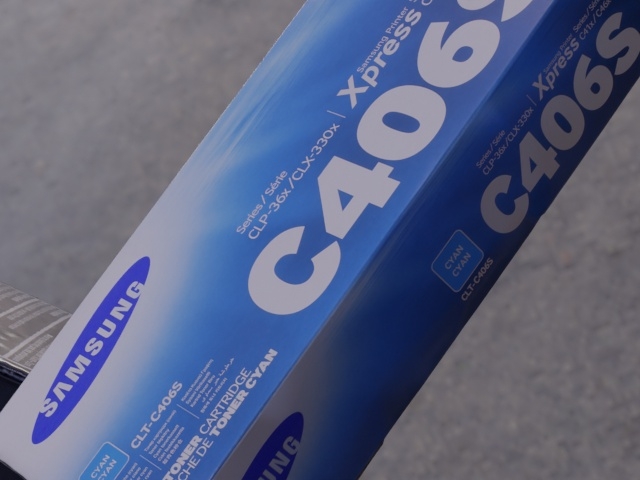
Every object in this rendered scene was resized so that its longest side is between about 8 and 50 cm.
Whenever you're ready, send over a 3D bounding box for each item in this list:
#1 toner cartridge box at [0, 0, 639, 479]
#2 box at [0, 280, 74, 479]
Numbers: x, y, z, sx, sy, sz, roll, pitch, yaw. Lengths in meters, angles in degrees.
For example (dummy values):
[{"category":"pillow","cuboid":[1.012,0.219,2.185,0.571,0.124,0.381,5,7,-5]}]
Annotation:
[{"category":"toner cartridge box","cuboid":[0.000,0.000,0.944,0.165,0.075,0.348,23,74,51]},{"category":"box","cuboid":[-0.169,0.146,1.175,0.296,0.294,0.182,-61,-6,-87]}]
